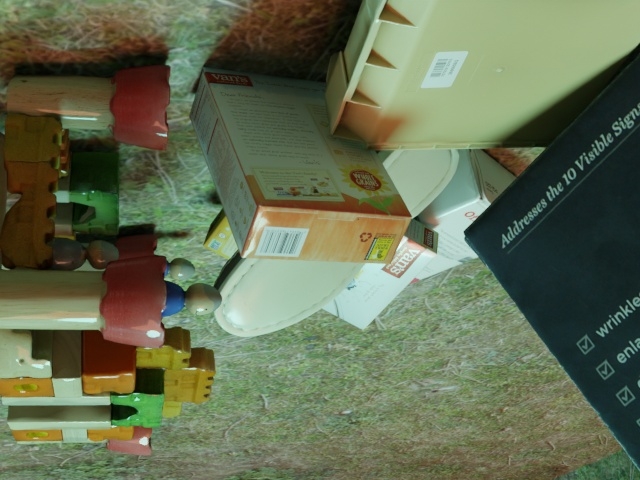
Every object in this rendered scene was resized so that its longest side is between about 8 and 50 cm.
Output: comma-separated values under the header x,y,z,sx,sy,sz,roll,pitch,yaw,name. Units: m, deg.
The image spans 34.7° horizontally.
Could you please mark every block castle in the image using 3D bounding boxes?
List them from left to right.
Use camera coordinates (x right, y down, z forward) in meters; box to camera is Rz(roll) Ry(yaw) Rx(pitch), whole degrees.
x,y,z,sx,sy,sz,roll,pitch,yaw,name
-0.225,0.046,1.123,0.213,0.302,0.453,2,153,-10,block castle

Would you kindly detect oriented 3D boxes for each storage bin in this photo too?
x,y,z,sx,sy,sz,roll,pitch,yaw,name
0.152,-0.202,0.941,0.261,0.123,0.262,-2,154,-14,storage bin

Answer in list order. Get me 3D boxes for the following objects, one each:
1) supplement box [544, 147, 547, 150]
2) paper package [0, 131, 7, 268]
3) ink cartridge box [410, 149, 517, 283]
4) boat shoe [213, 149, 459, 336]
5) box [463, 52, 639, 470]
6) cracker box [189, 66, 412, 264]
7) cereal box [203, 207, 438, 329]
x,y,z,sx,sy,sz,roll,pitch,yaw,name
0.368,-0.123,1.235,0.233,0.078,0.080,12,151,-36,supplement box
-0.459,0.004,0.910,0.168,0.309,0.325,-10,161,27,paper package
0.143,-0.028,1.336,0.218,0.092,0.159,-22,152,28,ink cartridge box
0.004,-0.024,1.133,0.324,0.097,0.116,-42,126,-4,boat shoe
0.476,0.017,0.919,0.297,0.471,0.480,1,138,-51,box
-0.026,-0.076,1.008,0.156,0.232,0.067,3,129,-25,cracker box
0.000,0.000,1.258,0.240,0.047,0.173,28,131,-14,cereal box
